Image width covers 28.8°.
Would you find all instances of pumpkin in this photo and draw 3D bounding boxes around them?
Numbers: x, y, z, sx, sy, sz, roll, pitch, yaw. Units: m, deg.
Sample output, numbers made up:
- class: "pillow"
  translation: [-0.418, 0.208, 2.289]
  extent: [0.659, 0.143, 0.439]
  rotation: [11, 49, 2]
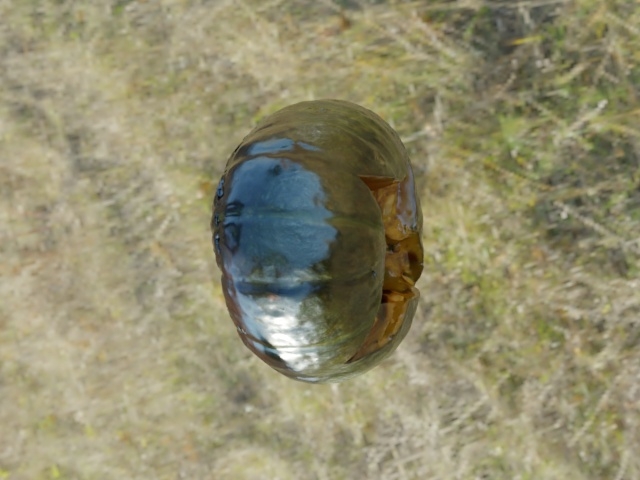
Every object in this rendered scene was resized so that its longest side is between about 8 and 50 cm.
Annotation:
- class: "pumpkin"
  translation: [-0.003, -0.001, 1.029]
  extent: [0.159, 0.238, 0.238]
  rotation: [1, 109, 14]
